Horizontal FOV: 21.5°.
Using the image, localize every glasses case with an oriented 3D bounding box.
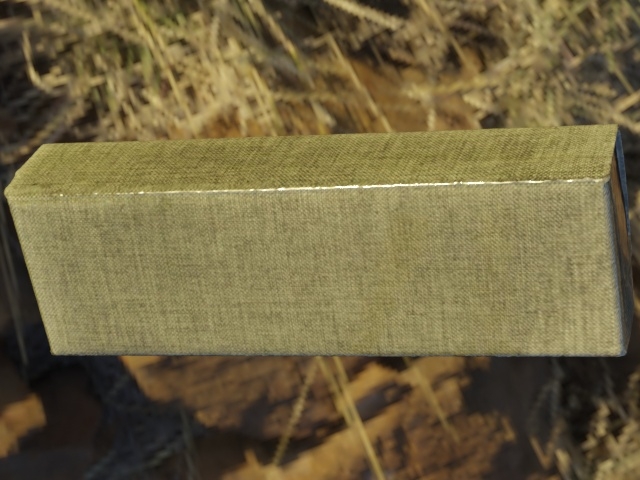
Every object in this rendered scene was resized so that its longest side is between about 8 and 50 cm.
[{"bbox_3d":[0.000,0.000,0.573,0.205,0.047,0.071,-2,120,16],"label":"glasses case"}]
